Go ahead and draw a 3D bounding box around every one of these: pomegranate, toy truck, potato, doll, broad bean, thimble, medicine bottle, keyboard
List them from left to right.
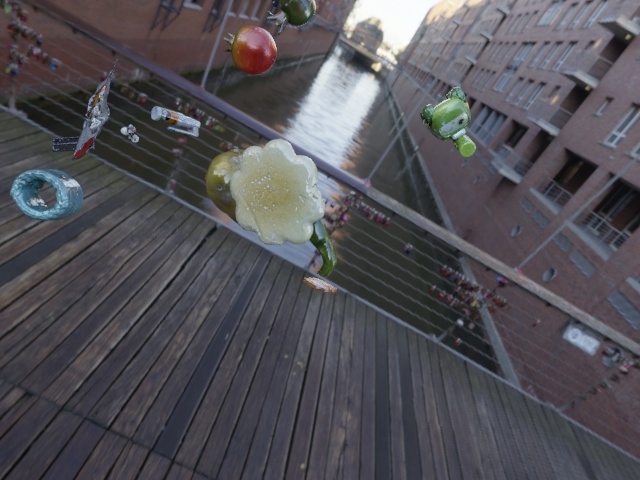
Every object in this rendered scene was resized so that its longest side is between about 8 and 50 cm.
[{"bbox_3d":[-1.068,-0.178,1.747,0.235,0.198,0.143,15,7,-2],"label":"thimble"},{"bbox_3d":[-1.061,-0.415,1.928,0.198,0.063,0.010,-1,-3,8],"label":"keyboard"},{"bbox_3d":[-0.704,-0.396,1.674,0.085,0.058,0.040,48,42,-61],"label":"doll"},{"bbox_3d":[-0.626,-0.516,1.965,0.061,0.092,0.221,-8,-6,38],"label":"medicine bottle"},{"bbox_3d":[-0.342,-0.170,1.842,0.290,0.397,0.296,0,28,7],"label":"potato"},{"bbox_3d":[-0.335,-0.908,2.130,0.257,0.220,0.221,17,26,-9],"label":"pomegranate"},{"bbox_3d":[-0.115,-0.894,1.746,0.152,0.191,0.131,41,6,-37],"label":"pomegranate"},{"bbox_3d":[0.000,0.000,1.305,0.048,0.070,0.213,-22,100,-74],"label":"broad bean"},{"bbox_3d":[0.433,-0.389,1.493,0.210,0.148,0.187,52,14,-20],"label":"toy truck"}]

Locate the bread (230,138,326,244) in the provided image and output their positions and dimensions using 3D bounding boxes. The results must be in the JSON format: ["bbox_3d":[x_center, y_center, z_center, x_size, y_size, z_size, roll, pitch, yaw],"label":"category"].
[{"bbox_3d":[-0.129,-0.128,1.253,0.316,0.316,0.054,38,27,14],"label":"bread"}]

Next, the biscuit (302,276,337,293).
[{"bbox_3d":[0.002,0.144,1.458,0.102,0.019,0.130,26,6,28],"label":"biscuit"}]

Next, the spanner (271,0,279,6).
[{"bbox_3d":[-0.118,-0.934,1.485,0.024,0.315,0.087,-16,61,-33],"label":"spanner"}]

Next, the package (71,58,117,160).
[{"bbox_3d":[-0.549,-0.319,1.107,0.030,0.154,0.239,20,65,-39],"label":"package"}]
